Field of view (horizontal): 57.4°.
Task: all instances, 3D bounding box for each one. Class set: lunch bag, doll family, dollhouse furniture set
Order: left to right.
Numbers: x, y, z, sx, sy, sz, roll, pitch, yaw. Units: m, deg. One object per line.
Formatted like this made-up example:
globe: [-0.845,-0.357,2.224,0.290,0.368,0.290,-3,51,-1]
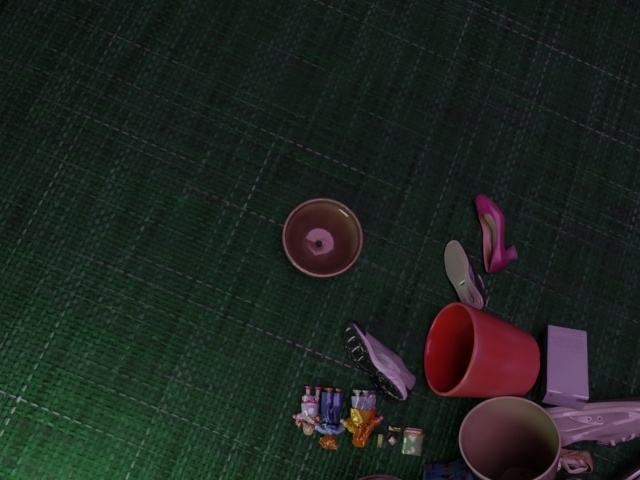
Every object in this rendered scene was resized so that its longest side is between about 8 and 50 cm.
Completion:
doll family: [0.058,0.500,1.638,0.263,0.118,0.163,6,77,-7]
dollhouse furniture set: [0.231,0.575,1.679,0.152,0.058,0.076,9,77,-6]
lunch bag: [0.371,0.769,1.570,0.138,0.221,0.293,-13,85,11]

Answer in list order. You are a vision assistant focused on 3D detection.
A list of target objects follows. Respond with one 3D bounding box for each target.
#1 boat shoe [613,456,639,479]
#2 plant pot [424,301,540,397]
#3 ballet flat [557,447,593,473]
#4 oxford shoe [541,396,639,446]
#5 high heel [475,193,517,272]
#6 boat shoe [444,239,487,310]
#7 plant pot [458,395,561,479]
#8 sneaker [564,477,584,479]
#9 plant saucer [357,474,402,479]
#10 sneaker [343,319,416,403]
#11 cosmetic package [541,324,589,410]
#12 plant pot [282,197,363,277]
boat shoe: [1.027,0.677,1.739,0.340,0.127,0.113,-23,70,-22]
plant pot: [0.468,0.331,1.675,0.243,0.275,0.274,15,76,-16]
ballet flat: [0.710,0.649,1.721,0.206,0.073,0.067,6,34,-6]
oxford shoe: [0.876,0.536,1.729,0.450,0.169,0.130,-5,76,-2]
high heel: [0.523,-0.021,1.840,0.117,0.082,0.244,-26,96,-22]
boat shoe: [0.452,0.110,1.814,0.079,0.084,0.233,-1,66,-47]
plant pot: [0.532,0.615,1.601,0.257,0.256,0.274,-33,127,-13]
sneaker: [0.716,0.722,1.641,0.292,0.118,0.110,22,92,-35]
plant saucer: [0.142,0.739,1.427,0.311,0.050,0.310,8,66,-19]
sneaker: [0.170,0.344,1.712,0.108,0.100,0.271,-34,81,-38]
cosmetic package: [0.720,0.371,1.725,0.117,0.085,0.231,9,51,14]
plant pot: [0.000,0.000,1.743,0.238,0.110,0.237,2,78,-9]
